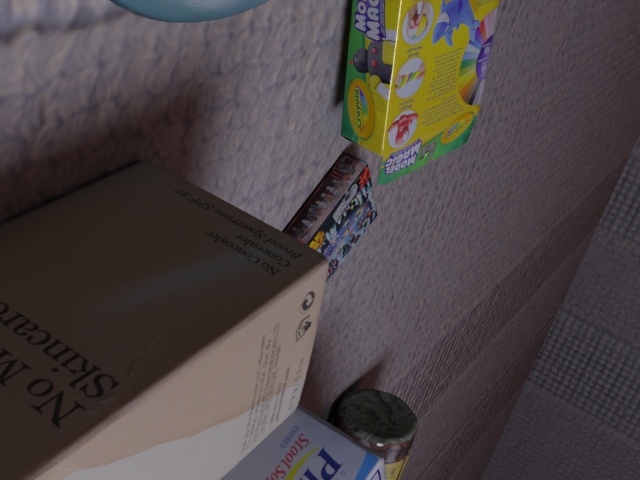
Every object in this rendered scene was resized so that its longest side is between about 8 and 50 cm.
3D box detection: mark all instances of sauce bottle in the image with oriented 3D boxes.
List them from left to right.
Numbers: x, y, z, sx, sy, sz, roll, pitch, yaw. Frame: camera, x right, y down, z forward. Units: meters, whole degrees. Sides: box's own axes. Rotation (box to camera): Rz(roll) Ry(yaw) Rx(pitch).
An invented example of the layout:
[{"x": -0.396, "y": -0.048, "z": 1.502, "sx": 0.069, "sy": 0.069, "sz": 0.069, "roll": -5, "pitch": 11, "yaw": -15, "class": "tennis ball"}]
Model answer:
[{"x": 0.031, "y": 0.358, "z": 1.185, "sx": 0.111, "sy": 0.111, "sz": 0.344, "roll": -28, "pitch": 142, "yaw": -54, "class": "sauce bottle"}]

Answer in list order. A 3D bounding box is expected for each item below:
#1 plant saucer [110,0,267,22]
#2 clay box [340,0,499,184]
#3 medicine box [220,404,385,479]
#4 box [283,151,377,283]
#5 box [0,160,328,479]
[{"x": -0.016, "y": -0.252, "z": 0.431, "sx": 0.317, "sy": 0.044, "sz": 0.317, "roll": -48, "pitch": 155, "yaw": -31, "class": "plant saucer"}, {"x": 0.080, "y": -0.161, "z": 0.685, "sx": 0.127, "sy": 0.053, "sz": 0.222, "roll": -27, "pitch": 137, "yaw": -37, "class": "clay box"}, {"x": -0.063, "y": 0.331, "z": 0.893, "sx": 0.263, "sy": 0.149, "sz": 0.289, "roll": -51, "pitch": 156, "yaw": -24, "class": "medicine box"}, {"x": 0.000, "y": 0.000, "z": 0.791, "sx": 0.137, "sy": 0.027, "sz": 0.094, "roll": -53, "pitch": 156, "yaw": -18, "class": "box"}, {"x": -0.145, "y": 0.087, "z": 0.424, "sx": 0.311, "sy": 0.148, "sz": 0.121, "roll": -36, "pitch": 147, "yaw": -49, "class": "box"}]
